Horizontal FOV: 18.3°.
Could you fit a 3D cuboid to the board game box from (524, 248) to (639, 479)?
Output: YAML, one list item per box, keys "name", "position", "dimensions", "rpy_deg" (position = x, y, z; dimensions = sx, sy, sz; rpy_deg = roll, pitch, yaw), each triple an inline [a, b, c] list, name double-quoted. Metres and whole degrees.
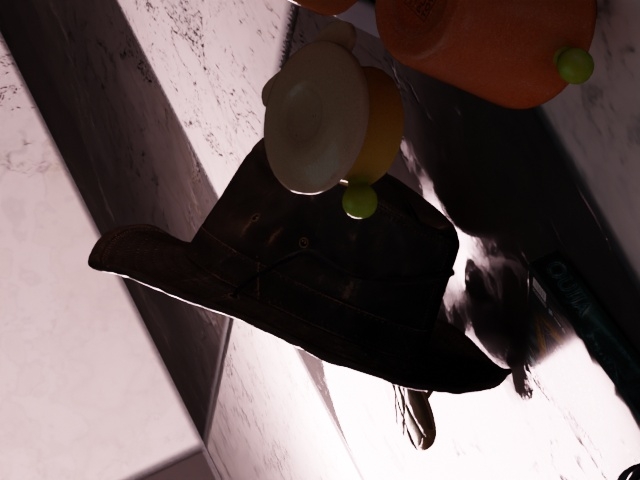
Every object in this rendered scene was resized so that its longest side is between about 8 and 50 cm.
- name: "board game box"
  position: [0.189, 0.110, 1.273]
  dimensions: [0.186, 0.026, 0.126]
  rpy_deg: [57, 165, 32]

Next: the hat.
- name: "hat"
  position: [0.000, 0.000, 1.460]
  dimensions: [0.331, 0.331, 0.134]
  rpy_deg: [35, 110, 65]

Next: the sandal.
- name: "sandal"
  position: [0.074, 0.086, 1.651]
  dimensions: [0.072, 0.049, 0.180]
  rpy_deg: [101, 158, -59]

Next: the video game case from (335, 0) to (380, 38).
- name: "video game case"
  position: [-0.022, -0.208, 1.301]
  dimensions: [0.190, 0.022, 0.173]
  rpy_deg: [19, -148, -52]

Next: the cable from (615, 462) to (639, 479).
- name: "cable"
  position: [0.226, 0.196, 1.164]
  dimensions: [0.184, 0.047, 0.150]
  rpy_deg: [37, 155, 41]

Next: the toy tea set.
- name: "toy tea set"
  position: [0.049, -0.186, 1.129]
  dimensions: [0.200, 0.124, 0.336]
  rpy_deg: [-32, 60, 43]
